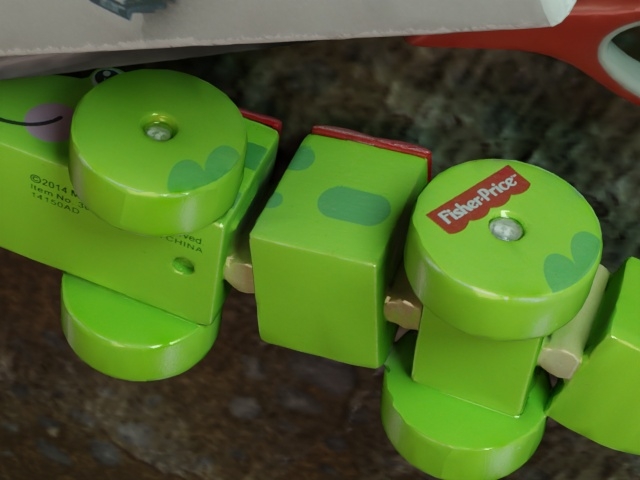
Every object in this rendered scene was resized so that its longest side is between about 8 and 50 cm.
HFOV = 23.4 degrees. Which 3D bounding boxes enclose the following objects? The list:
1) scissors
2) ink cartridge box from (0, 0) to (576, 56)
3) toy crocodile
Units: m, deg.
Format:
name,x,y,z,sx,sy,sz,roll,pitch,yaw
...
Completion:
name,x,y,z,sx,sy,sz,roll,pitch,yaw
scissors,0.022,-0.086,0.501,0.297,0.021,0.109,3,141,1
ink cartridge box,-0.094,-0.169,0.413,0.296,0.066,0.261,2,137,39
toy crocodile,0.000,0.000,0.587,0.340,0.105,0.115,16,138,10
